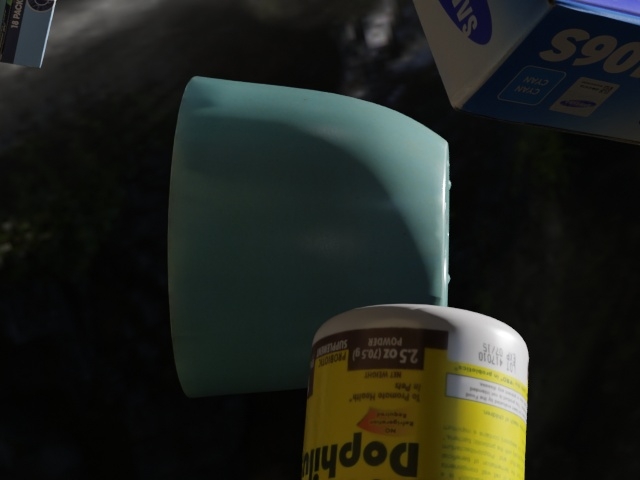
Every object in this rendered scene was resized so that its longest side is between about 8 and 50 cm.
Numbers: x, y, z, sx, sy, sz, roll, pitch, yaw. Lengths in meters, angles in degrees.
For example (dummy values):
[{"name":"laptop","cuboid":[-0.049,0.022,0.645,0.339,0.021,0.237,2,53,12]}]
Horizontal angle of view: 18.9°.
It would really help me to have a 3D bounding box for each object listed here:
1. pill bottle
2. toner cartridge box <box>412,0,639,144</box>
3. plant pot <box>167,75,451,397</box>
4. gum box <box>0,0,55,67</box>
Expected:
[{"name":"pill bottle","cuboid":[0.046,0.149,0.997,0.117,0.117,0.215,-20,-120,50]},{"name":"toner cartridge box","cuboid":[0.094,-0.206,0.898,0.075,0.165,0.348,-49,-133,41]},{"name":"plant pot","cuboid":[0.000,0.000,1.749,0.235,0.293,0.293,1,-70,5]},{"name":"gum box","cuboid":[-0.254,-0.268,1.705,0.184,0.041,0.157,-104,-153,-53]}]
